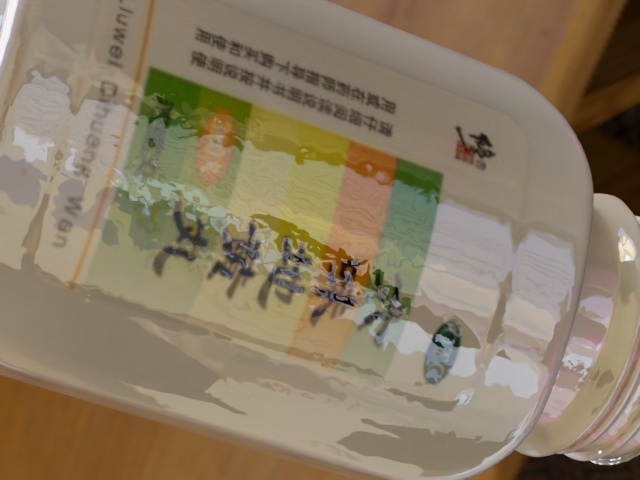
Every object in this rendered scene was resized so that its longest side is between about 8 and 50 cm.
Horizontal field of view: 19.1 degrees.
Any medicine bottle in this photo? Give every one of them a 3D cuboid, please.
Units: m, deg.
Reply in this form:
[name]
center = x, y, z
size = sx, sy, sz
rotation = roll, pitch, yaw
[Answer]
[medicine bottle]
center = 0.000, 0.000, 0.781
size = 0.124, 0.324, 0.179
rotation = -7, 65, 63
